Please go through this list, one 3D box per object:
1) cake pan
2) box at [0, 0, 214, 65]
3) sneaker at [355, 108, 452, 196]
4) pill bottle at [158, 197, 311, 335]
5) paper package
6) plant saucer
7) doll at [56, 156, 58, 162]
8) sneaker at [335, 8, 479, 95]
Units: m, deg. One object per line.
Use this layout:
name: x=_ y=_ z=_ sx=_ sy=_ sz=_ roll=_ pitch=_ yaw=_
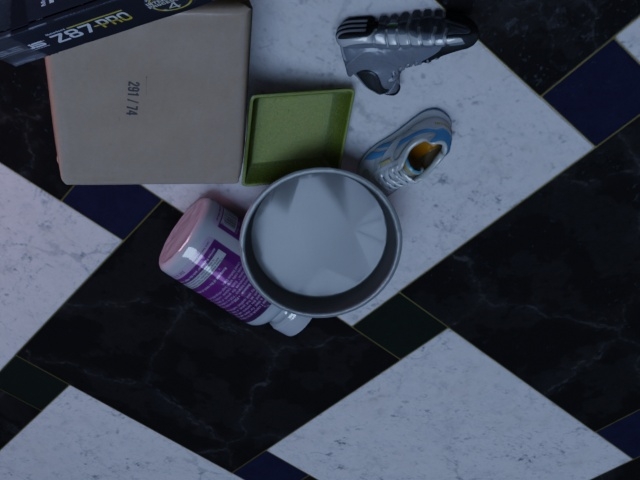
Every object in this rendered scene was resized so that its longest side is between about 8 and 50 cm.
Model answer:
cake pan: x=0.000 y=0.000 z=1.481 sx=0.293 sy=0.054 sz=0.293 roll=-1 pitch=113 yaw=-3
box: x=-0.318 y=-0.463 z=1.069 sx=0.318 sy=0.395 sz=0.097 roll=-12 pitch=171 yaw=19
sneaker: x=0.140 y=-0.135 z=1.453 sx=0.087 sy=0.092 sz=0.228 roll=32 pitch=127 yaw=-21
pill bottle: x=-0.149 y=0.062 z=1.601 sx=0.301 sy=0.169 sz=0.169 roll=35 pitch=125 yaw=-21
paper package: x=-0.272 y=-0.263 z=1.306 sx=0.309 sy=0.168 sz=0.325 roll=0 pitch=129 yaw=-11
plant saucer: x=-0.047 y=-0.189 z=1.426 sx=0.188 sy=0.045 sz=0.188 roll=-8 pitch=133 yaw=-21
doll: x=-0.412 y=-0.176 z=1.511 sx=0.189 sy=0.046 sz=0.129 roll=-21 pitch=124 yaw=22
sneaker: x=0.144 y=-0.298 z=1.331 sx=0.228 sy=0.086 sz=0.132 roll=4 pitch=136 yaw=16
